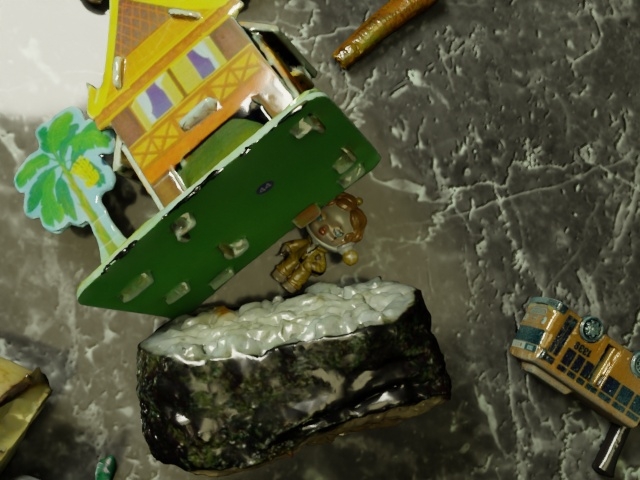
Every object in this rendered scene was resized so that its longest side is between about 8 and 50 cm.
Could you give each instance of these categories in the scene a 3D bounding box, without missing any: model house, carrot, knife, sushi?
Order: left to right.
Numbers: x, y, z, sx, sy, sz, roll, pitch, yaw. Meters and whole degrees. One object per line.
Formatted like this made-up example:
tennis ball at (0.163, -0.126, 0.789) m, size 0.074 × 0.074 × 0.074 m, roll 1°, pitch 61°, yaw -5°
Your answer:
model house at (-0.169, -0.117, 0.876) m, size 0.357 × 0.242 × 0.313 m, roll -40°, pitch 67°, yaw 10°
sushi at (-0.035, 0.155, 0.866) m, size 0.350 × 0.211 × 0.171 m, roll -13°, pitch 102°, yaw -3°
carrot at (0.086, -0.282, 0.979) m, size 0.170 × 0.042 × 0.042 m, roll -40°, pitch 94°, yaw -4°
knife at (0.441, 0.221, 1.028) m, size 0.060 × 0.028 × 0.230 m, roll 30°, pitch 82°, yaw -19°

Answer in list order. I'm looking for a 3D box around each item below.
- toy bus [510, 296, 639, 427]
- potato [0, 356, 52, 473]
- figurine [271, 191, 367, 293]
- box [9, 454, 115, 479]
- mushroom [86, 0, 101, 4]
toy bus at (0.341, 0.158, 0.979) m, size 0.182 × 0.091 × 0.103 m, roll 34°, pitch 84°, yaw -8°
potato at (-0.454, 0.224, 0.806) m, size 0.242 × 0.242 × 0.286 m, roll 30°, pitch 78°, yaw -6°
figurine at (0.003, 0.004, 0.948) m, size 0.101 × 0.068 × 0.143 m, roll 18°, pitch 90°, yaw 11°
box at (-0.363, 0.381, 0.786) m, size 0.106 × 0.264 × 0.337 m, roll 36°, pitch 84°, yaw -3°
mushroom at (-0.195, -0.346, 0.913) m, size 0.225 × 0.093 × 0.116 m, roll -3°, pitch 110°, yaw -13°
